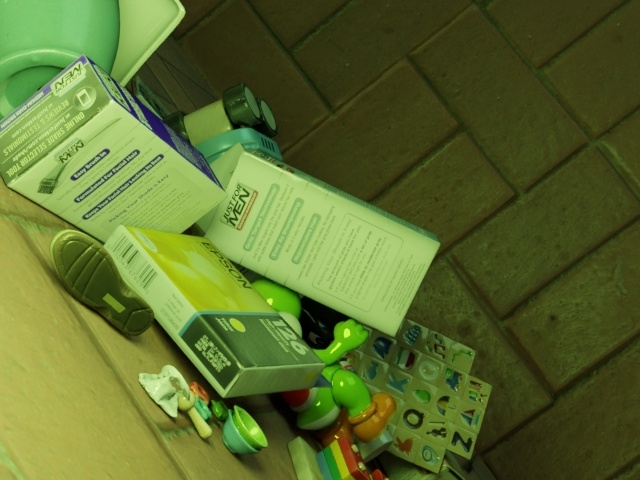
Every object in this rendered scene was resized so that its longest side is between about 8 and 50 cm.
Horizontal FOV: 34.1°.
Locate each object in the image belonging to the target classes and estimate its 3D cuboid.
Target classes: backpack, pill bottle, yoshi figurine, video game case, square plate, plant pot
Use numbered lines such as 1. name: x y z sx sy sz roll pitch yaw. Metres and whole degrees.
1. backpack: -0.019 0.100 2.365 0.276 0.213 0.263 50 -4 0
2. pill bottle: 0.058 0.333 2.007 0.180 0.108 0.108 55 7 19
3. yoshi figurine: -0.029 0.197 1.855 0.362 0.203 0.203 48 -9 -16
4. video game case: -0.405 -0.315 2.647 0.201 0.023 0.183 51 6 -26
5. square plate: -0.405 -0.396 1.729 0.347 0.344 0.049 53 35 8
6. plant pot: -0.412 -0.295 1.514 0.271 0.271 0.255 44 25 -54

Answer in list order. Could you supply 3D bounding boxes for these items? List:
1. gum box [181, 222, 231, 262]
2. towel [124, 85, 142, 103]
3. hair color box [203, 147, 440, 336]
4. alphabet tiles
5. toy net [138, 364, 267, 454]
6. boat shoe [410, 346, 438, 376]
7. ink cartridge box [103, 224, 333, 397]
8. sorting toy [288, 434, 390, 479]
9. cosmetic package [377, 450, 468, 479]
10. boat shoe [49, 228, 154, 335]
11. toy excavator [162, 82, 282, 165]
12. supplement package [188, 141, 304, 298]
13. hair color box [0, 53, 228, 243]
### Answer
1. gum box: -0.217 0.040 1.842 0.107 0.062 0.188 51 7 -13
2. towel: -0.445 -0.315 2.306 0.329 0.037 0.237 48 6 -49
3. hair color box: 0.000 0.000 1.825 0.374 0.185 0.113 25 9 -2
4. alphabet tiles: 0.180 0.305 2.142 0.342 0.285 0.011 25 -27 -7
5. toy net: -0.160 0.210 1.393 0.232 0.045 0.122 46 9 -46
6. boat shoe: 0.151 0.285 2.209 0.089 0.285 0.104 48 -23 2
7. ink cartridge box: -0.135 0.105 1.576 0.303 0.072 0.307 44 19 25
8. sorting toy: 0.081 0.443 1.640 0.257 0.089 0.255 49 7 -29
9. cosmetic package: 0.190 0.438 2.265 0.153 0.129 0.296 46 9 -46
10. boat shoe: -0.289 0.049 1.335 0.072 0.068 0.190 41 -14 49
11. toy excavator: -0.168 -0.112 2.575 0.433 0.222 0.445 19 51 -75
12. supplement package: -0.137 -0.011 2.079 0.263 0.198 0.199 48 7 -37
13. hair color box: -0.299 -0.105 1.512 0.110 0.185 0.339 56 7 27
